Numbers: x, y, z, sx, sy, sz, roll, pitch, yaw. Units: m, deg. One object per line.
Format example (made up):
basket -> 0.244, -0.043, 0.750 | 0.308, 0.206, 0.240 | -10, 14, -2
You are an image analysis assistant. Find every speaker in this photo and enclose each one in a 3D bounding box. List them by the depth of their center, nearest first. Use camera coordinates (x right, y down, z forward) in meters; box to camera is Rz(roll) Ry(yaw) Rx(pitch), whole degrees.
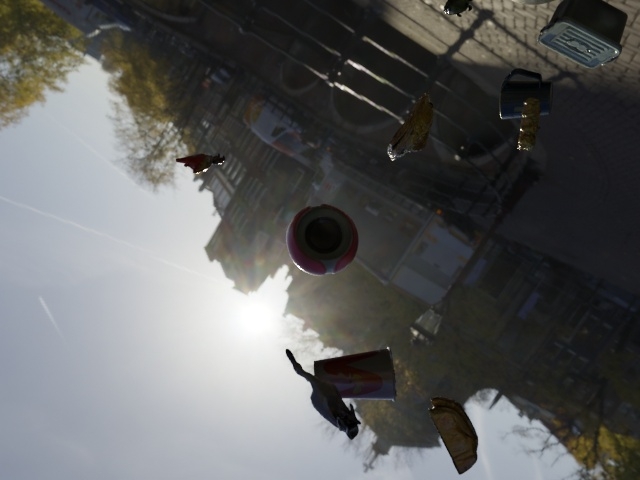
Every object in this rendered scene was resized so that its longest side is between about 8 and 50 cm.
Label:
speaker -> 0.000, 0.000, 2.072 | 0.294, 0.294, 0.294 | 32, -173, -4

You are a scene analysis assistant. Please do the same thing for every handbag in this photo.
handbag -> 0.446, -0.770, 1.686 | 0.047, 0.111, 0.072 | 44, 148, 40

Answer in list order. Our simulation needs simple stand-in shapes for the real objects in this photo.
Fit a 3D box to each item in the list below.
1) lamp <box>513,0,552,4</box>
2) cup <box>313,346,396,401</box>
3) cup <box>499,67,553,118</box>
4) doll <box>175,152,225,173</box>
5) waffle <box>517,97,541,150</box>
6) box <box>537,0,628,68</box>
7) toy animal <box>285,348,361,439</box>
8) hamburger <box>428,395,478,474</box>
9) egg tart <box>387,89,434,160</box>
lamp -> 0.382, -0.562, 0.877 | 0.181, 0.314, 0.182 | 6, 171, 1
cup -> 0.122, 0.500, 1.883 | 0.288, 0.203, 0.203 | -4, -172, 1
cup -> 0.690, -0.492, 1.720 | 0.155, 0.131, 0.177 | 6, 143, 27
doll -> -0.420, -0.280, 1.845 | 0.109, 0.057, 0.169 | 32, -150, 28
waffle -> 0.512, -0.260, 1.264 | 0.046, 0.161, 0.192 | 7, 160, 21
box -> 0.848, -0.680, 1.651 | 0.243, 0.135, 0.163 | 24, 173, -5
toy animal -> 0.015, 0.481, 1.591 | 0.324, 0.090, 0.195 | 40, 152, 33
hamburger -> 0.483, 0.676, 1.834 | 0.262, 0.130, 0.124 | 64, -165, 4
egg tart -> 0.371, -0.433, 1.993 | 0.132, 0.297, 0.297 | 28, -173, 1
